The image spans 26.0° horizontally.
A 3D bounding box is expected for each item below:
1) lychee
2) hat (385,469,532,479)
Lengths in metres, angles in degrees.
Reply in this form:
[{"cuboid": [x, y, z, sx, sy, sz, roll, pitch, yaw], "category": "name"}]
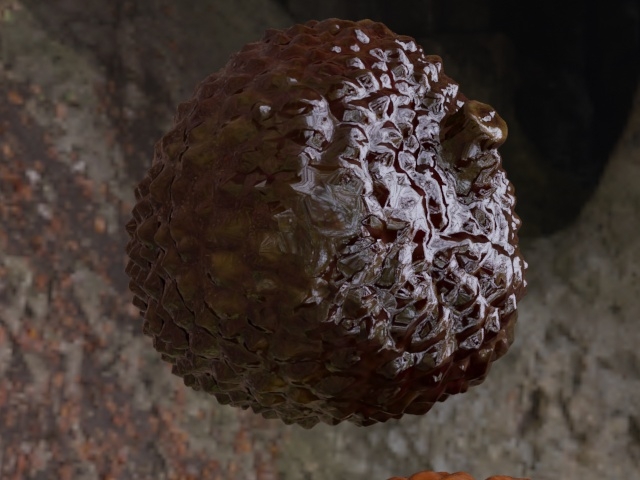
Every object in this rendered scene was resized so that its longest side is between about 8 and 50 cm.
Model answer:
[{"cuboid": [0.000, 0.000, 0.806, 0.236, 0.271, 0.236, 23, 49, -29], "category": "lychee"}, {"cuboid": [0.075, 0.343, 0.762, 0.400, 0.285, 0.285, -69, 152, -21], "category": "hat"}]
